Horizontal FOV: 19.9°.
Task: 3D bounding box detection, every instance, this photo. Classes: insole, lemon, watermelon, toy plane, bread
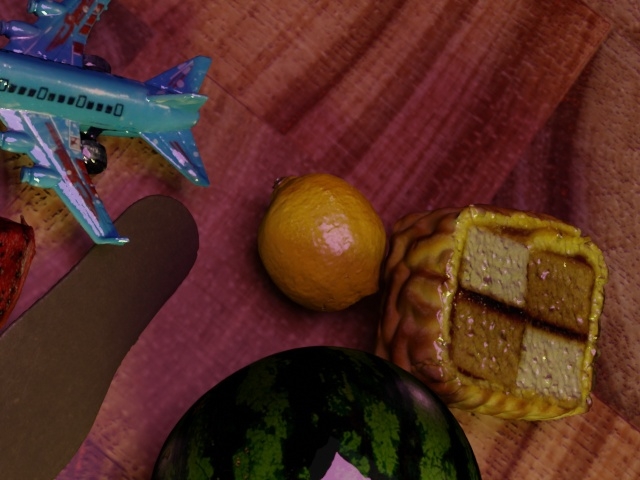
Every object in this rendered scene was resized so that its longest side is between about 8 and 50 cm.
[{"bbox_3d":[-0.201,0.087,1.491,0.111,0.007,0.328,47,60,-21],"label":"insole"},{"bbox_3d":[0.000,0.000,1.557,0.109,0.109,0.133,-30,73,-27],"label":"lemon"},{"bbox_3d":[0.002,0.211,1.413,0.269,0.269,0.269,7,70,-19],"label":"watermelon"},{"bbox_3d":[-0.219,-0.120,1.516,0.271,0.105,0.254,6,69,-18],"label":"toy plane"},{"bbox_3d":[0.147,0.060,1.565,0.222,0.096,0.181,15,75,-41],"label":"bread"}]

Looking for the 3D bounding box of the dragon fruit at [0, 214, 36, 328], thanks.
[{"bbox_3d":[-0.315,0.044,1.445,0.121,0.127,0.161,14,92,27],"label":"dragon fruit"}]
